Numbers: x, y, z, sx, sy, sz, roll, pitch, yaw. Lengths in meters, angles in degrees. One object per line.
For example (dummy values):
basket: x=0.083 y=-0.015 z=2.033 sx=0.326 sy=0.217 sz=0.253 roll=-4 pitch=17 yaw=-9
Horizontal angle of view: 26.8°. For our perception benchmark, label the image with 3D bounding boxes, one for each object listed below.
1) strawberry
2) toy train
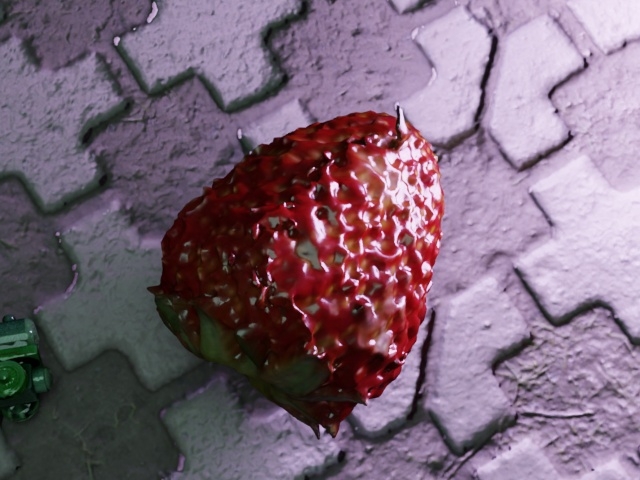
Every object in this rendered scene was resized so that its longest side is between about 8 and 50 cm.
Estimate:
strawberry: x=0.001 y=0.000 z=1.352 sx=0.292 sy=0.292 sz=0.343 roll=28 pitch=79 yaw=7
toy train: x=-0.410 y=0.142 z=1.411 sx=0.251 sy=0.085 sz=0.119 roll=-9 pitch=59 yaw=-7
